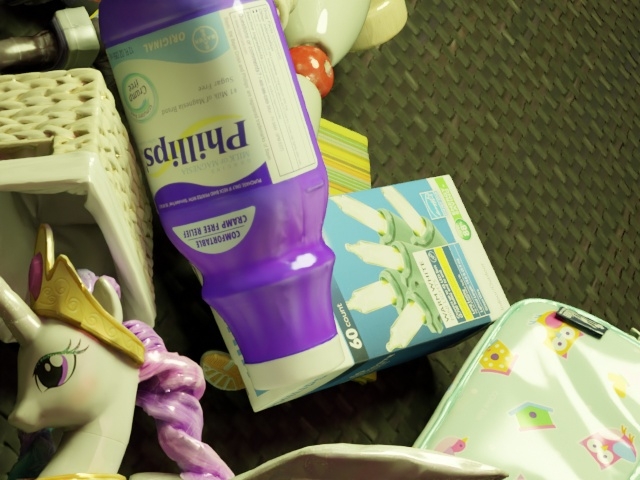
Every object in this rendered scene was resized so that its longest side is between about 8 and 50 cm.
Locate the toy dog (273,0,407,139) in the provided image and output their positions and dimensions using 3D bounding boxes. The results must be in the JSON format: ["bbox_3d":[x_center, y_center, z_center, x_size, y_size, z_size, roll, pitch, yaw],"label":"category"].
[{"bbox_3d":[-0.050,-0.166,1.250,0.333,0.161,0.220,-48,129,-59],"label":"toy dog"}]

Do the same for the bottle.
[{"bbox_3d":[-0.056,-0.043,1.052,0.092,0.118,0.283,-26,101,-56],"label":"bottle"}]

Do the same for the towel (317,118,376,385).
[{"bbox_3d":[0.000,0.000,1.307,0.102,0.021,0.237,20,54,-33],"label":"towel"}]

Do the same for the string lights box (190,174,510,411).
[{"bbox_3d":[0.028,0.035,1.229,0.260,0.077,0.133,-13,75,-51],"label":"string lights box"}]

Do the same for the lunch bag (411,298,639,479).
[{"bbox_3d":[0.192,0.185,1.218,0.224,0.108,0.279,26,55,17],"label":"lunch bag"}]

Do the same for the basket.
[{"bbox_3d":[-0.174,-0.022,1.018,0.167,0.113,0.103,77,11,-52],"label":"basket"}]

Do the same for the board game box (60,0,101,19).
[{"bbox_3d":[-0.166,-0.283,1.188,0.194,0.060,0.194,-49,130,-10],"label":"board game box"}]

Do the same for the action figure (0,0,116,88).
[{"bbox_3d":[-0.264,-0.134,1.063,0.285,0.099,0.185,-16,85,-34],"label":"action figure"}]

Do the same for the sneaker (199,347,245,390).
[{"bbox_3d":[-0.059,0.093,1.185,0.083,0.032,0.037,23,38,-40],"label":"sneaker"}]

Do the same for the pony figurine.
[{"bbox_3d":[-0.083,0.202,0.943,0.351,0.303,0.363,21,68,-26],"label":"pony figurine"}]
